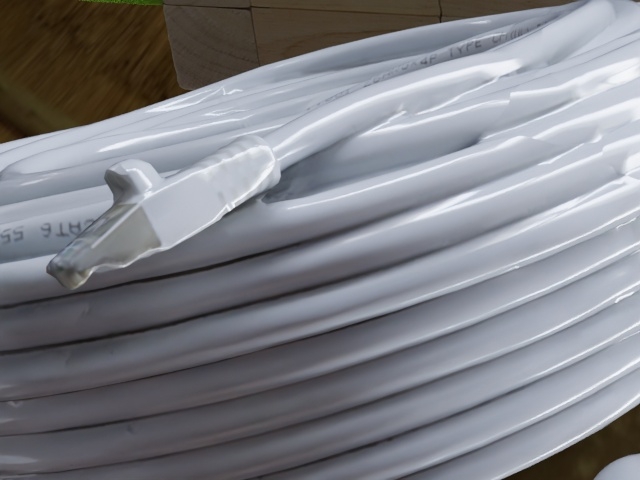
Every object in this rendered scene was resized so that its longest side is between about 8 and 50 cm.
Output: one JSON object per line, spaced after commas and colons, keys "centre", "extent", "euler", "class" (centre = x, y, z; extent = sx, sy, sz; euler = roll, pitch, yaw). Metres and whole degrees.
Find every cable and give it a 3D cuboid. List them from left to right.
{"centre": [0.000, 0.000, 0.470], "extent": [0.257, 0.257, 0.089], "euler": [-18, -81, -20], "class": "cable"}

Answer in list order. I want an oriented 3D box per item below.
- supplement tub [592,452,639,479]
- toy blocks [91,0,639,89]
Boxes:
{"centre": [0.169, 0.138, 0.610], "extent": [0.199, 0.144, 0.144], "euler": [-8, -72, 4], "class": "supplement tub"}
{"centre": [0.100, -0.173, 0.915], "extent": [0.381, 0.261, 0.191], "euler": [6, -55, 21], "class": "toy blocks"}
